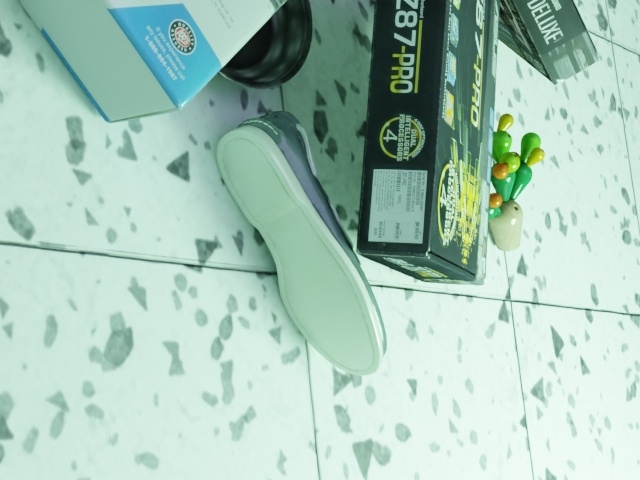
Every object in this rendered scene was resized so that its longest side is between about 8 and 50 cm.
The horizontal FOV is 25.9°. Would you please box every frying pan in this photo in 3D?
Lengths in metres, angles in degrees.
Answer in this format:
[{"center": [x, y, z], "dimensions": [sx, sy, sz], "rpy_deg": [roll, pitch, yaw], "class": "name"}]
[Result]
[{"center": [-0.136, -0.253, 1.509], "dimensions": [0.326, 0.053, 0.197], "rpy_deg": [-11, 87, -43], "class": "frying pan"}]

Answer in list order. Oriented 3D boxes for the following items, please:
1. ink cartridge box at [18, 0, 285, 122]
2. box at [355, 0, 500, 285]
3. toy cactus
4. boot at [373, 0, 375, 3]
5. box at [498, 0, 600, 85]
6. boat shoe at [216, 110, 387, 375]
[{"center": [-0.148, -0.300, 1.385], "dimensions": [0.307, 0.129, 0.223], "rpy_deg": [-51, 119, -33], "class": "ink cartridge box"}, {"center": [0.136, -0.155, 1.662], "dimensions": [0.318, 0.097, 0.394], "rpy_deg": [28, 65, -72], "class": "box"}, {"center": [0.247, -0.069, 1.957], "dimensions": [0.219, 0.112, 0.180], "rpy_deg": [-51, 138, -51], "class": "toy cactus"}, {"center": [0.146, -0.345, 1.903], "dimensions": [0.176, 0.088, 0.244], "rpy_deg": [-25, 107, -55], "class": "boot"}, {"center": [0.259, -0.369, 1.932], "dimensions": [0.242, 0.076, 0.307], "rpy_deg": [58, 2, -23], "class": "box"}, {"center": [0.000, 0.000, 1.558], "dimensions": [0.099, 0.116, 0.319], "rpy_deg": [-42, 108, -47], "class": "boat shoe"}]
